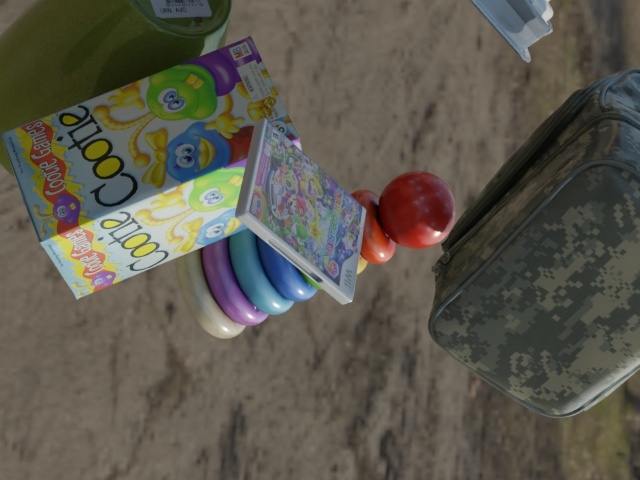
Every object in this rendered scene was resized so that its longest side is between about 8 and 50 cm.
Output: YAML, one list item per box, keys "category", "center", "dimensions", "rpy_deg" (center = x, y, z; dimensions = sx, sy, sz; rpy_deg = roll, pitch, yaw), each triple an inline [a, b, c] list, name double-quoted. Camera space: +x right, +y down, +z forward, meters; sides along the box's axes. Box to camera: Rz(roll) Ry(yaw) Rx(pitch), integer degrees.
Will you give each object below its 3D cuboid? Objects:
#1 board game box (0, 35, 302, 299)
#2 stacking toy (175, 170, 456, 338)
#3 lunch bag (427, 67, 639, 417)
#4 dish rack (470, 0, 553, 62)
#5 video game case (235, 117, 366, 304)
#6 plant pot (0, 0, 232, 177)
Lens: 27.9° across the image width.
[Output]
- category: "board game box"
  center: [-0.166, -0.074, 1.349]
  dimensions: [0.144, 0.275, 0.142]
  rpy_deg: [77, -11, -63]
- category: "stacking toy"
  center: [0.000, 0.000, 1.504]
  dimensions: [0.141, 0.330, 0.141]
  rpy_deg: [52, 26, -38]
- category: "lunch bag"
  center: [0.262, -0.008, 1.303]
  dimensions: [0.305, 0.213, 0.256]
  rpy_deg: [-50, -169, 34]
- category: "dish rack"
  center: [0.137, -0.365, 1.328]
  dimensions: [0.285, 0.072, 0.332]
  rpy_deg: [33, 32, -55]
- category: "video game case"
  center: [-0.012, -0.020, 0.927]
  dimensions: [0.122, 0.011, 0.087]
  rpy_deg: [41, 44, -36]
- category: "plant pot"
  center: [-0.226, -0.217, 1.503]
  dimensions: [0.275, 0.293, 0.274]
  rpy_deg: [16, 58, -27]
